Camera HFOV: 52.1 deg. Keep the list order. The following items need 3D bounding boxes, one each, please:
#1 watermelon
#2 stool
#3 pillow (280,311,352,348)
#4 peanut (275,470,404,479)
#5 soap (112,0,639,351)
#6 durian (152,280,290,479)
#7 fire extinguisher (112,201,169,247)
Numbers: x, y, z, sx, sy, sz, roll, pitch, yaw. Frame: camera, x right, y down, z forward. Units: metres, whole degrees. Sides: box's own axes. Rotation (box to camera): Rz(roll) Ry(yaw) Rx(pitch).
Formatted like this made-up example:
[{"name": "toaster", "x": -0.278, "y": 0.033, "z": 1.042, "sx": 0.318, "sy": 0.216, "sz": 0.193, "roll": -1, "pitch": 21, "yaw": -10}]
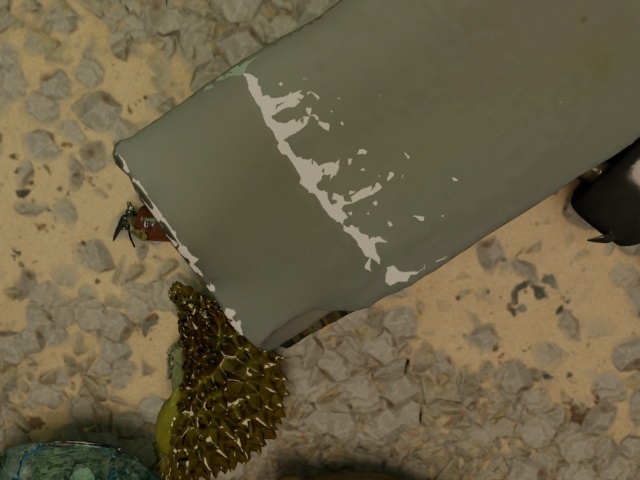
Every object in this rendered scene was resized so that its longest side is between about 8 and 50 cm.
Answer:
[{"name": "watermelon", "x": -0.337, "y": 0.384, "z": 0.856, "sx": 0.322, "sy": 0.175, "sz": 0.188, "roll": 0, "pitch": 135, "yaw": 4}, {"name": "stool", "x": 0.356, "y": -0.101, "z": 0.740, "sx": 0.139, "sy": 0.228, "sz": 0.153, "roll": 41, "pitch": 149, "yaw": 6}, {"name": "pillow", "x": 0.000, "y": 0.000, "z": 0.810, "sx": 0.212, "sy": 0.052, "sz": 0.208, "roll": -26, "pitch": 102, "yaw": -5}, {"name": "peanut", "x": 0.100, "y": 0.422, "z": 0.874, "sx": 0.387, "sy": 0.169, "sz": 0.192, "roll": 23, "pitch": 110, "yaw": 1}, {"name": "soap", "x": 0.055, "y": -0.107, "z": 0.608, "sx": 0.435, "sy": 0.350, "sz": 0.212, "roll": -34, "pitch": 100, "yaw": -3}, {"name": "durian", "x": -0.140, "y": 0.195, "z": 0.850, "sx": 0.172, "sy": 0.166, "sz": 0.306, "roll": -15, "pitch": 122, "yaw": -31}, {"name": "fire extinguisher", "x": -0.178, "y": -0.016, "z": 0.833, "sx": 0.177, "sy": 0.050, "sz": 0.062, "roll": 4, "pitch": 112, "yaw": 4}]
